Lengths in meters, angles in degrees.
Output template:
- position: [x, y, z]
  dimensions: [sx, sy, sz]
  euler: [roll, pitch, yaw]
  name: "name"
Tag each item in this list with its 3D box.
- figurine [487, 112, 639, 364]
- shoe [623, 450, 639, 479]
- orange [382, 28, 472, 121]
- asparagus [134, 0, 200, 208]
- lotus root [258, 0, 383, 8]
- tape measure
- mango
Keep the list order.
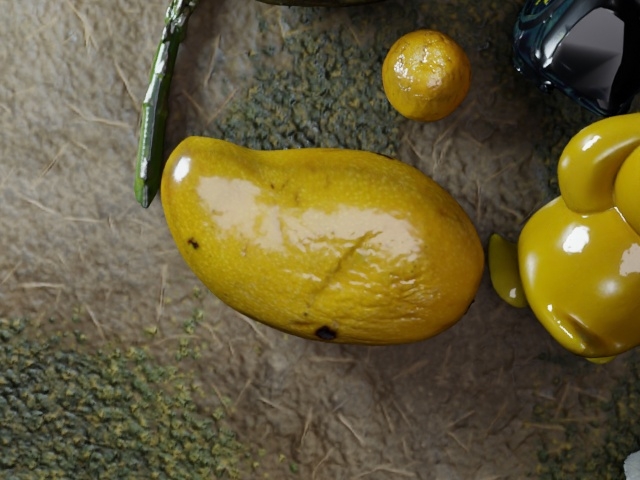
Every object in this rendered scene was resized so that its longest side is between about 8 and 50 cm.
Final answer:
- position: [0.264, -0.001, 0.734]
  dimensions: [0.215, 0.215, 0.228]
  euler: [33, 106, -3]
  name: "figurine"
- position: [0.435, 0.169, 0.775]
  dimensions: [0.198, 0.172, 0.351]
  euler: [36, 91, 0]
  name: "shoe"
- position: [0.097, -0.149, 0.798]
  dimensions: [0.083, 0.070, 0.083]
  euler: [-1, 80, 7]
  name: "orange"
- position: [-0.143, -0.147, 0.815]
  dimensions: [0.034, 0.027, 0.236]
  euler: [13, 93, -7]
  name: "asparagus"
- position: [0.034, -0.281, 0.755]
  dimensions: [0.278, 0.154, 0.154]
  euler: [-3, 94, 0]
  name: "lotus root"
- position: [0.253, -0.205, 0.740]
  dimensions: [0.112, 0.186, 0.199]
  euler: [36, 107, -13]
  name: "tape measure"
- position: [0.001, -0.001, 0.784]
  dimensions: [0.294, 0.120, 0.177]
  euler: [17, 101, 0]
  name: "mango"
